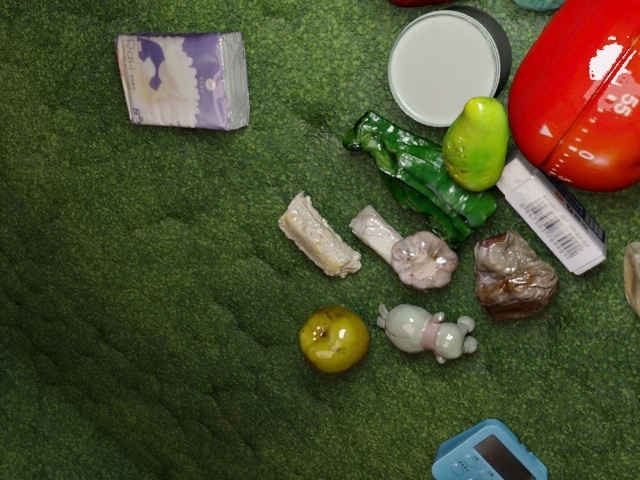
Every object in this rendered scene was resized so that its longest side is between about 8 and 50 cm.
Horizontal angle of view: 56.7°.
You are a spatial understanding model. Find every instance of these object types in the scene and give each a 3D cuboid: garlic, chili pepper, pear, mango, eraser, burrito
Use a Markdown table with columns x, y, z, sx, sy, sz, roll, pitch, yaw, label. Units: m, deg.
| x | y | z | sx | sy | sz | roll | pitch | yaw | label |
| --- | --- | --- | --- | --- | --- | --- | --- | --- | --- |
| 0.250 | 0.047 | 1.425 | 0.159 | 0.102 | 0.147 | 6 | 108 | 12 | garlic |
| 0.227 | -0.155 | 1.330 | 0.385 | 0.213 | 0.167 | 39 | 83 | 0 | chili pepper |
| 0.042 | 0.274 | 1.634 | 0.200 | 0.200 | 0.200 | 12 | 119 | 23 | pear |
| 0.300 | -0.189 | 1.149 | 0.125 | 0.111 | 0.233 | -8 | 143 | 8 | mango |
| 0.487 | -0.069 | 1.259 | 0.279 | 0.124 | 0.081 | 48 | 125 | -1 | eraser |
| 0.192 | 0.029 | 1.507 | 0.275 | 0.059 | 0.082 | 45 | 112 | 2 | burrito |

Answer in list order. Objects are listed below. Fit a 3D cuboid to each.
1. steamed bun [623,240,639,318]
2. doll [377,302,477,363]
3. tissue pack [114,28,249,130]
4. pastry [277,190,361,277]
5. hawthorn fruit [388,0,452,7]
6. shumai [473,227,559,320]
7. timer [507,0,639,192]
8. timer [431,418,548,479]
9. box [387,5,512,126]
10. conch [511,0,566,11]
| x | y | z | sx | sy | sz | roll | pitch | yaw | label |
| --- | --- | --- | --- | --- | --- | --- | --- | --- | --- |
| 0.718 | 0.083 | 1.205 | 0.155 | 0.172 | 0.140 | -7 | 122 | 12 | steamed bun |
| 0.265 | 0.235 | 1.534 | 0.275 | 0.113 | 0.155 | 10 | 121 | 23 | doll |
| -0.360 | -0.418 | 1.541 | 0.344 | 0.125 | 0.242 | 9 | 117 | 25 | tissue pack |
| -0.004 | 0.001 | 1.586 | 0.258 | 0.089 | 0.121 | 50 | 138 | 2 | pastry |
| 0.184 | -0.555 | 1.067 | 0.265 | 0.307 | 0.265 | 37 | 142 | 37 | hawthorn fruit |
| 0.446 | 0.070 | 1.362 | 0.184 | 0.218 | 0.185 | -5 | 69 | 19 | shumai |
| 0.492 | -0.274 | 1.000 | 0.279 | 0.378 | 0.378 | 36 | 125 | 12 | timer |
| 0.466 | 0.636 | 1.642 | 0.232 | 0.091 | 0.250 | 45 | 122 | 2 | timer |
| 0.266 | -0.359 | 1.221 | 0.226 | 0.149 | 0.226 | 12 | 118 | 23 | box |
| 0.417 | -0.507 | 1.086 | 0.188 | 0.122 | 0.176 | 38 | 105 | 5 | conch |
